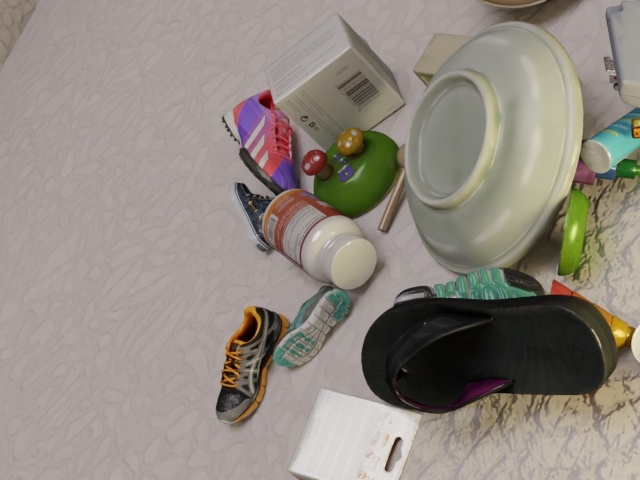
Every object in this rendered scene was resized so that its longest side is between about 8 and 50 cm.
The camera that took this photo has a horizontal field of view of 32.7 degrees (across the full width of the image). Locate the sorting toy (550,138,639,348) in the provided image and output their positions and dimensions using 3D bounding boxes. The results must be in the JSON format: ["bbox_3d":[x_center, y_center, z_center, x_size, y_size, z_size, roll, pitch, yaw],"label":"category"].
[{"bbox_3d":[0.399,0.017,1.535,0.126,0.127,0.365,10,61,14],"label":"sorting toy"}]

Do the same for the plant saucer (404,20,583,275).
[{"bbox_3d":[0.227,-0.147,1.671,0.400,0.100,0.400,-25,60,56],"label":"plant saucer"}]

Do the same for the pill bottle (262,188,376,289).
[{"bbox_3d":[0.000,0.000,1.873,0.121,0.121,0.216,-52,40,-2],"label":"pill bottle"}]

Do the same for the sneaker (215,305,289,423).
[{"bbox_3d":[-0.133,0.209,1.864,0.084,0.083,0.215,4,64,42],"label":"sneaker"}]

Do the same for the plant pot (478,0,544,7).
[{"bbox_3d":[0.333,-0.555,1.917,0.284,0.284,0.191,-40,6,12],"label":"plant pot"}]

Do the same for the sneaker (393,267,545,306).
[{"bbox_3d":[0.224,0.100,1.633,0.224,0.098,0.083,-6,63,10],"label":"sneaker"}]

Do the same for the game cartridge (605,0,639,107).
[{"bbox_3d":[0.563,-0.268,1.529,0.297,0.062,0.198,-3,58,9],"label":"game cartridge"}]

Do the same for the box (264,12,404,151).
[{"bbox_3d":[0.025,-0.288,2.025,0.182,0.181,0.119,-35,41,18],"label":"box"}]

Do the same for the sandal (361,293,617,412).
[{"bbox_3d":[0.188,0.160,1.480,0.107,0.167,0.446,-32,9,-39],"label":"sandal"}]

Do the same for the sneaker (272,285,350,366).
[{"bbox_3d":[-0.020,0.143,1.840,0.166,0.065,0.076,-46,23,0],"label":"sneaker"}]

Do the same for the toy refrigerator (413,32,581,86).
[{"bbox_3d":[0.291,-0.272,1.832,0.269,0.102,0.094,19,74,48],"label":"toy refrigerator"}]

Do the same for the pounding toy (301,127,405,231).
[{"bbox_3d":[0.056,-0.135,1.934,0.237,0.110,0.183,22,76,49],"label":"pounding toy"}]

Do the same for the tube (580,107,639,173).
[{"bbox_3d":[0.461,-0.164,1.587,0.207,0.052,0.080,-33,35,-31],"label":"tube"}]

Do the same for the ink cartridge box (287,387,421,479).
[{"bbox_3d":[0.056,0.312,1.657,0.179,0.045,0.145,12,67,27],"label":"ink cartridge box"}]

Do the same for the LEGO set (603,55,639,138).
[{"bbox_3d":[0.528,-0.231,1.555,0.244,0.060,0.182,-24,41,-5],"label":"LEGO set"}]

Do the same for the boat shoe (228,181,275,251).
[{"bbox_3d":[-0.111,-0.063,2.073,0.083,0.065,0.183,-38,48,12],"label":"boat shoe"}]

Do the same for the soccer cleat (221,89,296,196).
[{"bbox_3d":[-0.099,-0.192,2.129,0.116,0.108,0.318,-39,38,7],"label":"soccer cleat"}]

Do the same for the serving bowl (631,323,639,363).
[{"bbox_3d":[0.451,0.136,1.425,0.083,0.027,0.083,-23,47,28],"label":"serving bowl"}]
